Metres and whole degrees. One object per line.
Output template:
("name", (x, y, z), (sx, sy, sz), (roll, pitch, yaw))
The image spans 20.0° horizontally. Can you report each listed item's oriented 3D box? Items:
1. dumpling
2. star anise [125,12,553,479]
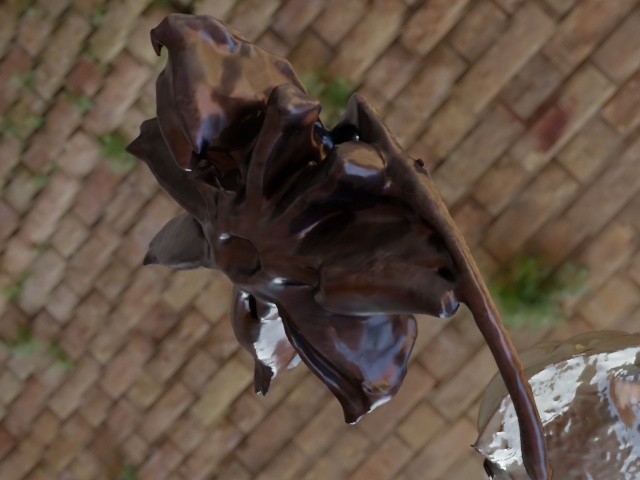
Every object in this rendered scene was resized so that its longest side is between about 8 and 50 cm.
("dumpling", (0.230, 0.130, 1.335), (0.227, 0.175, 0.243), (-36, -178, 16))
("star anise", (0.000, 0.000, 1.217), (0.139, 0.359, 0.316), (-32, -167, -29))
